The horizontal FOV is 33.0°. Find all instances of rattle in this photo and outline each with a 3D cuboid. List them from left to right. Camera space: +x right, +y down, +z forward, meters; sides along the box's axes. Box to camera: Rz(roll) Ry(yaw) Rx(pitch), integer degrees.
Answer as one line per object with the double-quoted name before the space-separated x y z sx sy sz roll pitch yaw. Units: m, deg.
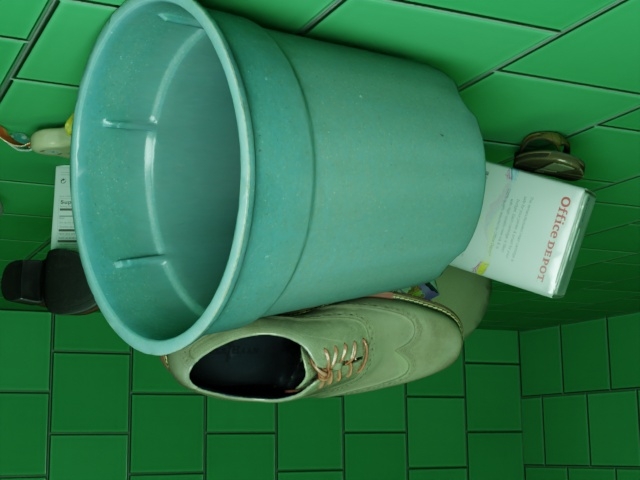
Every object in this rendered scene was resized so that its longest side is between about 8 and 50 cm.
"rattle" -0.326 -0.088 1.424 0.199 0.143 0.130 -4 -171 -12

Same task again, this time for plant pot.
"plant pot" -0.032 -0.070 1.108 0.334 0.341 0.341 -3 173 -37
"plant pot" 0.145 0.051 1.963 0.256 0.257 0.274 -6 158 27

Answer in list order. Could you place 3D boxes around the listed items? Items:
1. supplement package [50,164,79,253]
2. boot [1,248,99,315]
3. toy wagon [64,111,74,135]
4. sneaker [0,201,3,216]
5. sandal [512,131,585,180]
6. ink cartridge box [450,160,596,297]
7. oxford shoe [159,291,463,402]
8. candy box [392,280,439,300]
"supplement package" -0.298 -0.020 1.740 0.204 0.145 0.262 0 170 1
"boot" -0.296 0.080 1.626 0.280 0.096 0.264 9 166 -41
"toy wagon" -0.154 -0.051 1.294 0.344 0.267 0.068 34 148 7
"sneaker" -0.582 -0.067 1.660 0.108 0.100 0.271 -16 171 6
"sandal" 0.316 -0.120 1.496 0.090 0.060 0.219 14 -175 5
"ink cartridge box" 0.255 -0.024 1.500 0.212 0.154 0.093 18 -175 24
"oxford shoe" 0.005 0.131 1.168 0.348 0.123 0.130 -4 -164 -15
"candy box" 0.037 0.041 1.445 0.164 0.070 0.196 -31 134 19
